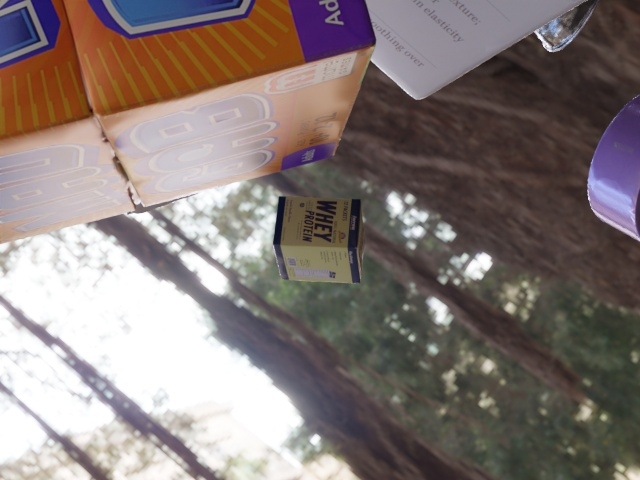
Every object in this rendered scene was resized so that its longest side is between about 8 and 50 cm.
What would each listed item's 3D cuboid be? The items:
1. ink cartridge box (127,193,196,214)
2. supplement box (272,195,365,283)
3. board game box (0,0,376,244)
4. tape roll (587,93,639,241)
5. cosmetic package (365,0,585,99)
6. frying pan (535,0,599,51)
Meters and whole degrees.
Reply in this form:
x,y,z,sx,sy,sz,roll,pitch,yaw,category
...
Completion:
x,y,z,sx,sy,sz,roll,pitch,yaw,category
-0.274,-0.211,2.089,0.223,0.307,0.129,-20,-47,-8,ink cartridge box
0.000,0.000,1.231,0.083,0.083,0.056,80,-166,-63,supplement box
-0.191,-0.219,0.907,0.356,0.356,0.356,-15,-6,-5,board game box
0.425,-0.089,1.510,0.189,0.080,0.189,-20,-54,-30,tape roll
0.157,-0.420,1.240,0.393,0.329,0.327,-27,31,47,cosmetic package
0.340,-0.331,1.544,0.326,0.053,0.197,-123,53,-74,frying pan
